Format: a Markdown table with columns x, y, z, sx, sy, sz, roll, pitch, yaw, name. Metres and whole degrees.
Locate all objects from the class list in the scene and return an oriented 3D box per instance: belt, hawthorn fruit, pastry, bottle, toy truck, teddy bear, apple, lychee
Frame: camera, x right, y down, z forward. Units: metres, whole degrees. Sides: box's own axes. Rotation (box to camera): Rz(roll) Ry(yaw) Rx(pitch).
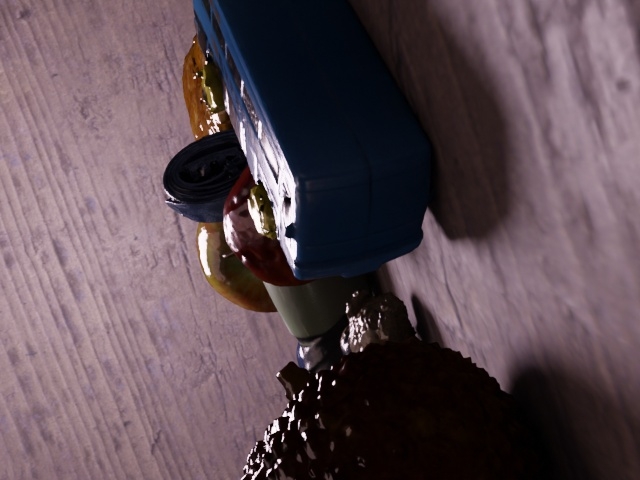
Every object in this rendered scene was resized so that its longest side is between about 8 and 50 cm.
| x | y | z | sx | sy | sz | roll | pitch | yaw | name |
| --- | --- | --- | --- | --- | --- | --- | --- | --- | --- |
| -0.171 | -0.107 | 1.259 | 0.082 | 0.190 | 0.141 | 60 | -162 | -56 | belt |
| -0.045 | -0.024 | 0.991 | 0.190 | 0.251 | 0.189 | 31 | -143 | -27 | hawthorn fruit |
| -0.153 | -0.282 | 1.380 | 0.311 | 0.162 | 0.254 | 169 | 95 | -72 | pastry |
| 0.002 | 0.073 | 1.186 | 0.168 | 0.169 | 0.346 | -153 | 41 | -81 | bottle |
| -0.024 | -0.148 | 0.764 | 0.162 | 0.161 | 0.384 | 96 | 155 | -55 | toy truck |
| 0.084 | 0.187 | 0.987 | 0.182 | 0.129 | 0.251 | 12 | 125 | 39 | teddy bear |
| -0.097 | -0.005 | 1.391 | 0.264 | 0.265 | 0.264 | 160 | 90 | -83 | apple |
| 0.070 | 0.220 | 0.654 | 0.304 | 0.276 | 0.275 | 49 | 167 | 16 | lychee |

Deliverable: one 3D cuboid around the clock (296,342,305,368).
| x | y | z | sx | sy | sz | roll | pitch | yaw | name |
| --- | --- | --- | --- | --- | --- | --- | --- | --- | --- |
| 0.046 | 0.228 | 1.388 | 0.199 | 0.147 | 0.243 | 68 | 167 | -21 | clock |
